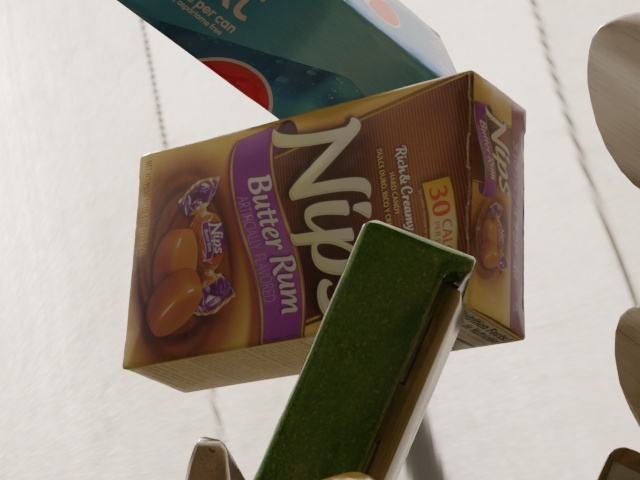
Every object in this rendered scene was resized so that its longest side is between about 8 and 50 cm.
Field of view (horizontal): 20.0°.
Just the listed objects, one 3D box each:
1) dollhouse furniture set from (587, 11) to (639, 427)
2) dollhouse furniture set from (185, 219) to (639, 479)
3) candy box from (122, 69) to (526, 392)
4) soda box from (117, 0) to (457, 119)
[{"bbox_3d":[0.169,0.006,0.472,0.212,0.161,0.242,-23,-57,-19],"label":"dollhouse furniture set"},{"bbox_3d":[0.075,0.084,0.550,0.198,0.301,0.151,24,-101,6],"label":"dollhouse furniture set"},{"bbox_3d":[0.000,0.000,0.807,0.053,0.187,0.109,30,-124,-50],"label":"candy box"},{"bbox_3d":[-0.022,-0.113,0.882,0.071,0.067,0.210,-40,-51,19],"label":"soda box"}]
